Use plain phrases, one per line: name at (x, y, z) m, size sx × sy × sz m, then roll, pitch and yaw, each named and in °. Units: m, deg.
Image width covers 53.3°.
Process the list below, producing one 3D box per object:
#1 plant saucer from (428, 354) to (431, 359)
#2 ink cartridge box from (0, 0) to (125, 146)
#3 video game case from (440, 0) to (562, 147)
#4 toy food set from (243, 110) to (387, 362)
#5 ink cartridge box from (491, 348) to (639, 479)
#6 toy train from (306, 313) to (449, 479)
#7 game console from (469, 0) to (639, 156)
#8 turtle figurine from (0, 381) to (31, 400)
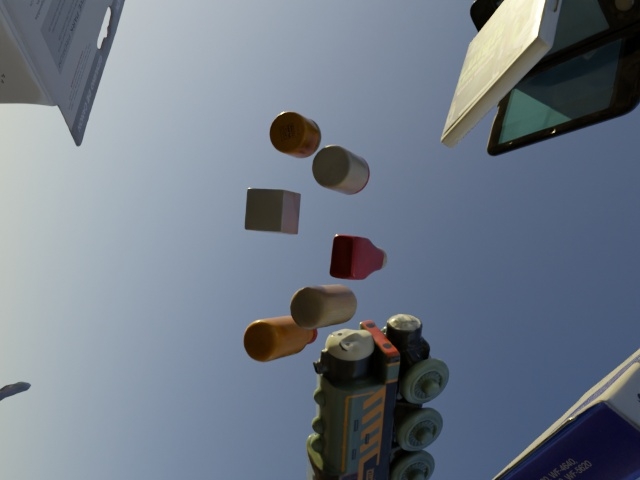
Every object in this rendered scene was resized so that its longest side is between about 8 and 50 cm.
plant saucer at (0.152, 0.207, 1.069) m, size 0.015 × 0.084 × 0.083 m, roll 107°, pitch -31°, yaw -60°
ink cartridge box at (-0.292, -0.286, 0.602) m, size 0.271 × 0.130 × 0.309 m, roll 91°, pitch 2°, yaw -59°
video game case at (0.204, -0.217, 0.710) m, size 0.173 × 0.022 × 0.190 m, roll -69°, pitch -171°, yaw -28°
toy food set at (0.000, 0.000, 0.617) m, size 0.111 × 0.104 × 0.232 m, roll 3°, pitch -92°, yaw 24°
ink cartridge box at (0.249, 0.168, 0.562) m, size 0.065 × 0.333 × 0.165 m, roll 51°, pitch -53°, yaw 24°
toy train at (0.076, 0.267, 0.960) m, size 0.142 × 0.190 × 0.333 m, roll -132°, pitch -141°, yaw -55°
game console at (0.368, -0.312, 1.044) m, size 0.293 × 0.173 × 0.250 m, roll -15°, pitch -70°, yaw 55°
turtle figurine at (-0.133, 0.138, 0.182) m, size 0.118 × 0.234 × 0.175 m, roll 27°, pitch -36°, yaw 65°
